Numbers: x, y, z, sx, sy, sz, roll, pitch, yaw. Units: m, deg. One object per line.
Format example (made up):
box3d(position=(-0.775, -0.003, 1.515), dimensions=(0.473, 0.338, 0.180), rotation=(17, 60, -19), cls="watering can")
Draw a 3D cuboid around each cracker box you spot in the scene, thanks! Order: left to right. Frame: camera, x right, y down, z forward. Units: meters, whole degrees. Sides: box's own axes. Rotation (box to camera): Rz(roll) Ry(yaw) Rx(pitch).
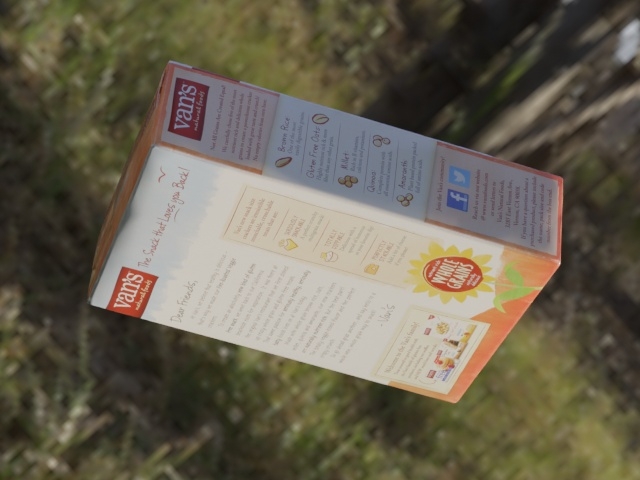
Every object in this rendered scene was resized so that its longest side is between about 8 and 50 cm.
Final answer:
box3d(position=(0.000, 0.000, 1.072), dimensions=(0.232, 0.156, 0.067), rotation=(16, 52, -12), cls="cracker box")
